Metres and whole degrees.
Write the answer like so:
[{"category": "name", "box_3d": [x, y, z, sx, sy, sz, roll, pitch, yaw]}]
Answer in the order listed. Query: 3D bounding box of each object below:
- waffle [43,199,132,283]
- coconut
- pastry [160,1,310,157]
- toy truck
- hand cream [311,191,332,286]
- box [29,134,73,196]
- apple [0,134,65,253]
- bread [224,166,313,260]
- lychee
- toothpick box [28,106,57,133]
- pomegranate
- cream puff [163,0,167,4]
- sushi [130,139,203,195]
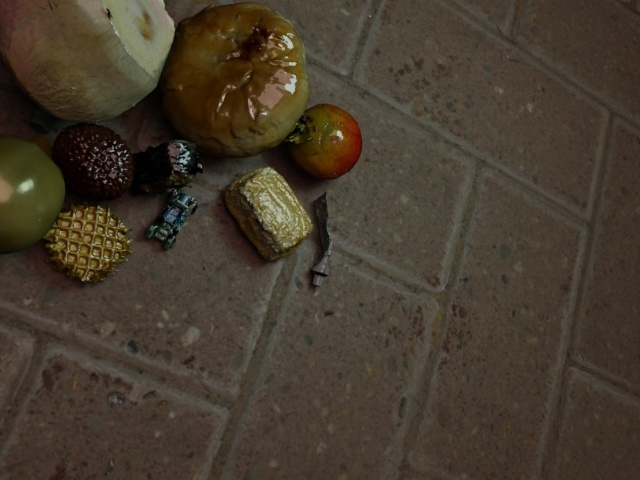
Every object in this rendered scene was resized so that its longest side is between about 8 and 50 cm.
[{"category": "waffle", "box_3d": [-0.550, 0.005, 1.668, 0.197, 0.070, 0.193, 46, 62, -13]}, {"category": "coconut", "box_3d": [-0.551, -0.449, 1.589, 0.405, 0.405, 0.404, 7, 75, -25]}, {"category": "pastry", "box_3d": [-0.215, -0.402, 1.795, 0.410, 0.245, 0.409, -1, 81, 4]}, {"category": "toy truck", "box_3d": [-0.368, -0.057, 1.766, 0.080, 0.078, 0.154, 34, 65, -14]}, {"category": "hand cream", "box_3d": [0.004, 0.001, 1.939, 0.050, 0.084, 0.256, 6, 79, -17]}, {"category": "box", "box_3d": [-0.656, -0.169, 1.683, 0.087, 0.023, 0.155, -37, 95, -26]}, {"category": "apple", "box_3d": [-0.695, -0.107, 1.519, 0.263, 0.262, 0.262, 7, 75, -25]}, {"category": "bread", "box_3d": [-0.134, -0.076, 1.862, 0.174, 0.121, 0.245, -37, 91, -37]}, {"category": "lychee", "box_3d": [-0.525, -0.173, 1.636, 0.188, 0.188, 0.188, 7, 75, -25]}, {"category": "toothpick box", "box_3d": [-0.659, -0.304, 1.696, 0.052, 0.052, 0.083, 29, 66, -18]}, {"category": "pomegranate", "box_3d": [0.004, -0.272, 1.924, 0.235, 0.210, 0.210, 20, 68, -40]}, {"category": "cream puff", "box_3d": [-0.451, -0.742, 1.843, 0.221, 0.195, 0.194, 38, 64, -18]}, {"category": "sushi", "box_3d": [-0.378, -0.173, 1.724, 0.147, 0.213, 0.114, -15, 94, -51]}]
